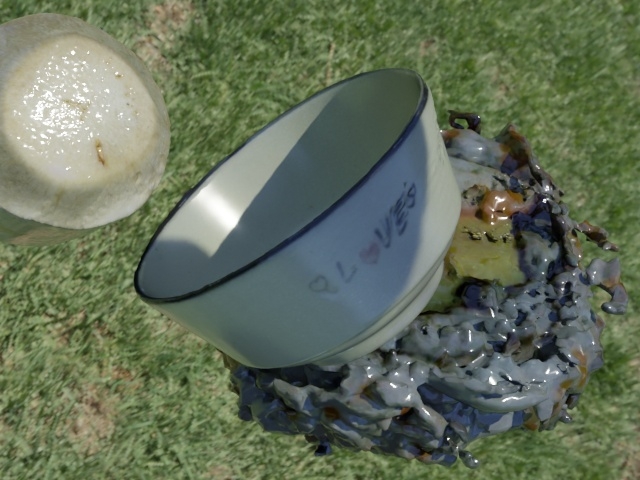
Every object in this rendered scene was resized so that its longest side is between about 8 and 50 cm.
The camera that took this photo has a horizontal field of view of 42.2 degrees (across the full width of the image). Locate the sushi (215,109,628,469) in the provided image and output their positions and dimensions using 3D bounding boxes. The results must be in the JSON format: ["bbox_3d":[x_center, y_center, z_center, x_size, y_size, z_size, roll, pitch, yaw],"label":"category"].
[{"bbox_3d":[0.083,0.044,0.793,0.418,0.176,0.417,-4,41,4],"label":"sushi"}]

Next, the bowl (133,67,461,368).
[{"bbox_3d":[0.000,0.000,0.573,0.126,0.238,0.237,53,44,-21],"label":"bowl"}]

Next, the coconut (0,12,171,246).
[{"bbox_3d":[-0.255,-0.094,0.763,0.202,0.222,0.202,4,84,-33],"label":"coconut"}]
